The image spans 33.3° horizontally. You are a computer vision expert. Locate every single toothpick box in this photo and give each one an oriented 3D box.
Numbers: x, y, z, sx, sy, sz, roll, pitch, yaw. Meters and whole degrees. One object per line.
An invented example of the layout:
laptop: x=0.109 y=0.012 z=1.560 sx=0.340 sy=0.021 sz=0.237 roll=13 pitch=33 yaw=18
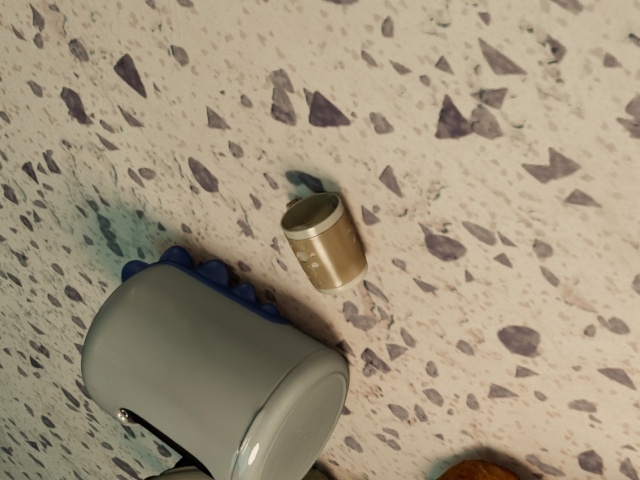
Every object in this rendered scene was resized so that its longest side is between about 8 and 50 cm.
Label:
toothpick box: x=-0.157 y=0.164 z=1.439 sx=0.354 sy=0.263 sz=0.263 roll=28 pitch=144 yaw=22

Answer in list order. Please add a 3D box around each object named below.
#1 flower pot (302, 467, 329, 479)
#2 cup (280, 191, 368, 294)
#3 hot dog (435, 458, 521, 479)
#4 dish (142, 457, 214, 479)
flower pot: x=-0.023 y=0.546 z=1.667 sx=0.293 sy=0.293 sz=0.330 roll=-8 pitch=108 yaw=50
cup: x=-0.004 y=0.005 z=1.222 sx=0.102 sy=0.074 sz=0.099 roll=6 pitch=132 yaw=43
hot dog: x=0.216 y=0.365 z=1.376 sx=0.160 sy=0.099 sz=0.227 roll=47 pitch=146 yaw=-6
dish: x=-0.214 y=0.437 z=1.876 sx=0.273 sy=0.134 sz=0.273 roll=-3 pitch=149 yaw=-2
